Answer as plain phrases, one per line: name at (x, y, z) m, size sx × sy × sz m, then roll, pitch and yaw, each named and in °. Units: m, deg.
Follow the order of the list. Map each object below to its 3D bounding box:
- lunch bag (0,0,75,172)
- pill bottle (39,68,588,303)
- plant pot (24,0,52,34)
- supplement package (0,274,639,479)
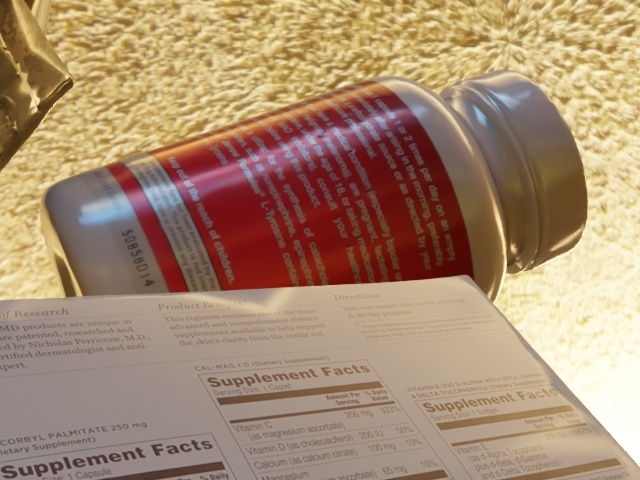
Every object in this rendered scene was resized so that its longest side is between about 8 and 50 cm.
lunch bag at (-0.357, -0.108, 0.837) m, size 0.169 × 0.235 × 0.287 m, roll 28°, pitch -110°, yaw 23°
pill bottle at (0.000, 0.000, 0.909) m, size 0.408 × 0.229 × 0.229 m, roll -20°, pitch -83°, yaw -17°
plant pot at (-0.357, -0.298, 1.113) m, size 0.263 × 0.263 × 0.229 m, roll 28°, pitch -85°, yaw 4°
supplement package at (-0.037, 0.140, 0.463) m, size 0.262 × 0.145 × 0.204 m, roll -1°, pitch -53°, yaw -32°
